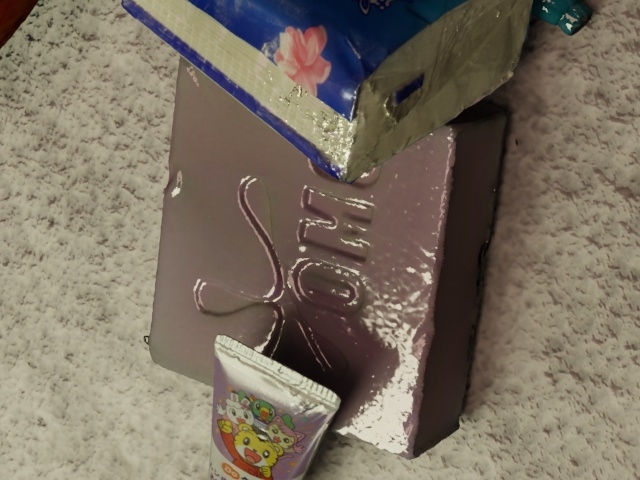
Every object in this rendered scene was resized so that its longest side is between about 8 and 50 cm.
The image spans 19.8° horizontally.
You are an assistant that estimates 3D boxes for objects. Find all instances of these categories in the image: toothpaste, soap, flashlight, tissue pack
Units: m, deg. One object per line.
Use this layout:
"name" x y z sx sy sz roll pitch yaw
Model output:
"toothpaste" -0.054 0.186 1.574 0.114 0.073 0.299 28 145 11
"soap" 0.000 0.000 1.553 0.285 0.107 0.296 16 109 30
"flashlight" 0.157 -0.209 1.435 0.129 0.051 0.051 47 121 9
"tissue pack" 0.002 -0.194 1.411 0.269 0.209 0.137 41 149 28

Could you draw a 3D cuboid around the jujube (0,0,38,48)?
"jujube" -0.385 -0.265 1.625 0.377 0.276 0.276 -41 80 38
